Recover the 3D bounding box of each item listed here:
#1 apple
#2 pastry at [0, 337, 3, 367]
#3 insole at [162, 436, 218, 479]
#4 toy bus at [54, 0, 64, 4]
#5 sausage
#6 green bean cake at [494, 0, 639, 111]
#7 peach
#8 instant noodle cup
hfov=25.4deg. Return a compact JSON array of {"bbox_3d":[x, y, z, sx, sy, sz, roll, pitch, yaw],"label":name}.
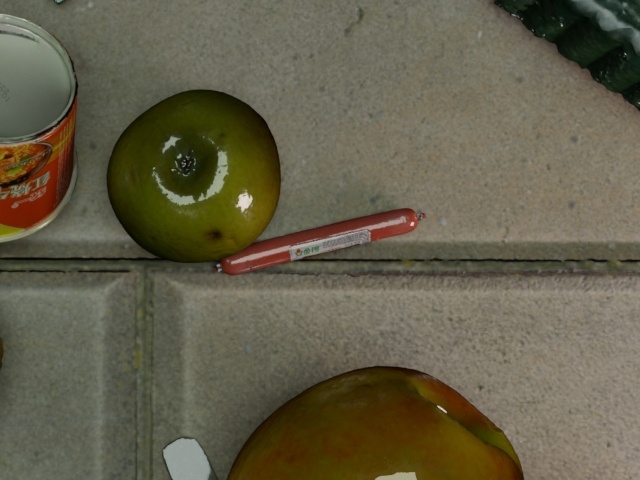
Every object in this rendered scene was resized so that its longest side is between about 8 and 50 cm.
[{"bbox_3d":[-0.136,-0.070,1.551,0.196,0.157,0.196,0,81,1],"label":"apple"},{"bbox_3d":[-0.464,0.123,1.520,0.240,0.132,0.235,-7,77,-14],"label":"pastry"},{"bbox_3d":[-0.120,0.310,1.592,0.063,0.010,0.192,-27,88,-9],"label":"insole"},{"bbox_3d":[-0.311,-0.307,1.609,0.031,0.037,0.083,-35,91,-9],"label":"toy bus"},{"bbox_3d":[0.000,0.000,1.620,0.253,0.034,0.034,-14,87,-7],"label":"sausage"},{"bbox_3d":[0.384,-0.333,1.626,0.300,0.169,0.308,38,82,-4],"label":"green bean cake"},{"bbox_3d":[0.048,0.295,1.481,0.308,0.308,0.332,42,93,-2],"label":"peach"},{"bbox_3d":[-0.346,-0.127,1.487,0.213,0.174,0.213,9,60,-15],"label":"instant noodle cup"}]
